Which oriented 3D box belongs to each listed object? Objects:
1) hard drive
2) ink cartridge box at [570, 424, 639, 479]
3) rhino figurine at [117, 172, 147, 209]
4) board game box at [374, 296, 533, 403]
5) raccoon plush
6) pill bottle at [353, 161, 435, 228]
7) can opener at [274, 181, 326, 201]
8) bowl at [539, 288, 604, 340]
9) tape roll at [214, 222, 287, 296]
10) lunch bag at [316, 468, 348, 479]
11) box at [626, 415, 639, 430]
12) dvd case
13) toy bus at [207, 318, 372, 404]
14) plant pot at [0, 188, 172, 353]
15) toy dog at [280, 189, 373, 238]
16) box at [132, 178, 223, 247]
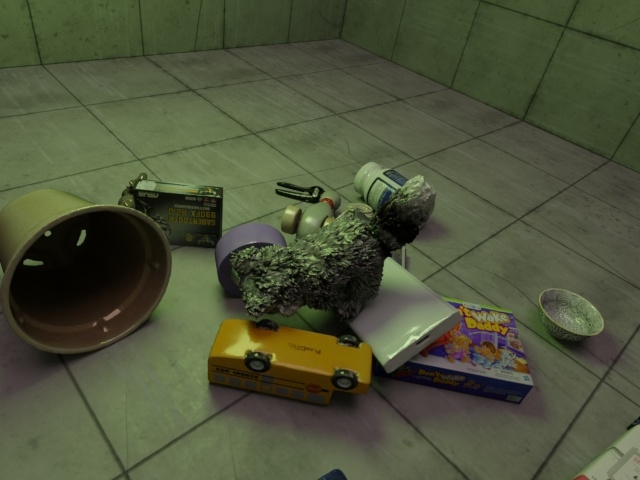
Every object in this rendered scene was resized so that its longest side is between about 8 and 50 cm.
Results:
[{"bbox_3d":[0.160,0.159,1.083,0.203,0.040,0.307,-33,32,-8],"label":"hard drive"},{"bbox_3d":[0.583,0.504,0.827,0.283,0.117,0.207,-16,45,-30],"label":"ink cartridge box"},{"bbox_3d":[-0.562,-0.130,1.356,0.073,0.106,0.243,24,31,-27],"label":"rhino figurine"},{"bbox_3d":[0.313,0.249,1.112,0.348,0.078,0.233,11,38,0],"label":"board game box"},{"bbox_3d":[0.000,0.000,0.985,0.299,0.446,0.216,7,33,-41],"label":"raccoon plush"},{"bbox_3d":[0.246,-0.154,1.542,0.153,0.153,0.265,-21,49,-35],"label":"pill bottle"},{"bbox_3d":[-0.067,-0.166,1.571,0.186,0.073,0.059,8,77,0],"label":"can opener"},{"bbox_3d":[0.671,0.219,1.238,0.170,0.080,0.170,7,38,-6],"label":"bowl"},{"bbox_3d":[-0.171,0.052,1.150,0.189,0.188,0.080,-3,41,-17],"label":"tape roll"},{"bbox_3d":[0.004,0.456,0.788,0.099,0.065,0.067,-17,62,-33],"label":"lunch bag"},{"bbox_3d":[0.789,0.446,0.899,0.103,0.184,0.261,-2,40,-13],"label":"box"},{"bbox_3d":[0.171,0.024,1.303,0.221,0.018,0.164,38,38,-22],"label":"dvd case"},{"bbox_3d":[-0.064,0.261,0.960,0.333,0.130,0.108,11,37,0],"label":"toy bus"},{"bbox_3d":[-0.564,0.029,1.010,0.306,0.333,0.334,27,40,36],"label":"plant pot"},{"bbox_3d":[-0.005,-0.040,1.376,0.220,0.160,0.334,29,27,26],"label":"toy dog"},{"bbox_3d":[-0.391,-0.072,1.256,0.231,0.183,0.056,6,38,-8],"label":"box"}]
